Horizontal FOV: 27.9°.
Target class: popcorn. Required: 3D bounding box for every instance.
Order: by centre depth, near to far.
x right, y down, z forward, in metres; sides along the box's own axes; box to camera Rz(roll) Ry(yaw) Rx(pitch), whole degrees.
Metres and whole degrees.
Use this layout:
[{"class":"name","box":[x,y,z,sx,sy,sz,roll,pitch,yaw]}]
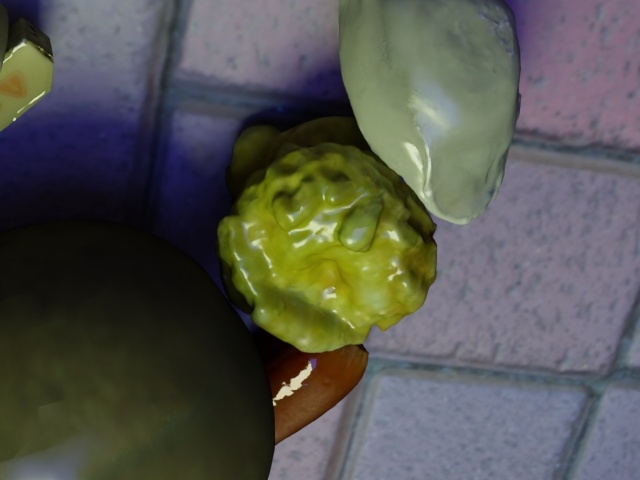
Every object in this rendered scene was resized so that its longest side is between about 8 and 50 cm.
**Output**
[{"class":"popcorn","box":[0.002,-0.004,1.058,0.197,0.155,0.198,1,122,1]}]

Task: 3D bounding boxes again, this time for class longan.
[{"class":"longan","box":[-0.217,0.152,1.012,0.361,0.361,0.361,-5,122,-8]}]

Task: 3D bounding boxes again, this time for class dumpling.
[{"class":"dumpling","box":[0.093,-0.137,1.002,0.162,0.132,0.250,-16,89,-29]}]

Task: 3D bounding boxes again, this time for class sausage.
[{"class":"sausage","box":[-0.087,0.166,1.191,0.300,0.083,0.089,-34,128,13]}]

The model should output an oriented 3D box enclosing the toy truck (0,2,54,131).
[{"class":"toy truck","box":[-0.393,-0.080,0.926,0.405,0.181,0.254,-41,127,11]}]
